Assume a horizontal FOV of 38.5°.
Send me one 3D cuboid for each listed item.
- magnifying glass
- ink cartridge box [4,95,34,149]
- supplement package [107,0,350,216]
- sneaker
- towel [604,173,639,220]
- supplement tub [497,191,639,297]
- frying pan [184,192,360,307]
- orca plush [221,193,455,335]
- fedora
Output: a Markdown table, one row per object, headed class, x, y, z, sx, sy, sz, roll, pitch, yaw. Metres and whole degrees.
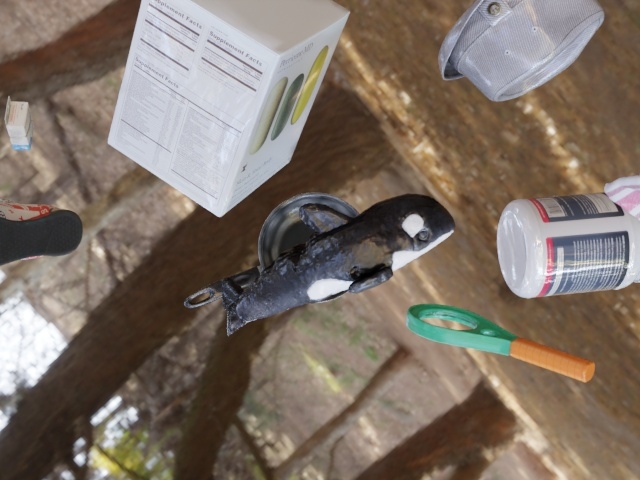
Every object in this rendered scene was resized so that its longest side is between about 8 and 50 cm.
| class | x | y | z | sx | sy | sz | roll | pitch | yaw |
| --- | --- | --- | --- | --- | --- | --- | --- | --- | --- |
| magnifying glass | 0.203 | 0.117 | 1.064 | 0.231 | 0.026 | 0.092 | 15 | -164 | 35 |
| ink cartridge box | -0.472 | -0.185 | 1.440 | 0.083 | 0.028 | 0.048 | 105 | 165 | -61 |
| supplement package | -0.126 | -0.217 | 1.229 | 0.198 | 0.263 | 0.199 | 33 | -141 | 10 |
| sneaker | -0.478 | -0.013 | 1.270 | 0.145 | 0.090 | 0.270 | 6 | -175 | 34 |
| towel | 0.377 | -0.007 | 0.869 | 0.197 | 0.029 | 0.144 | 30 | 174 | -4 |
| supplement tub | 0.494 | 0.006 | 1.755 | 0.191 | 0.272 | 0.191 | 176 | 90 | -81 |
| frying pan | -0.054 | 0.060 | 1.594 | 0.197 | 0.326 | 0.053 | 42 | 172 | 11 |
| orca plush | 0.000 | 0.000 | 1.035 | 0.102 | 0.287 | 0.151 | 63 | -152 | -15 |
| fedora | 0.302 | -0.298 | 1.302 | 0.124 | 0.275 | 0.243 | 52 | -168 | 13 |
